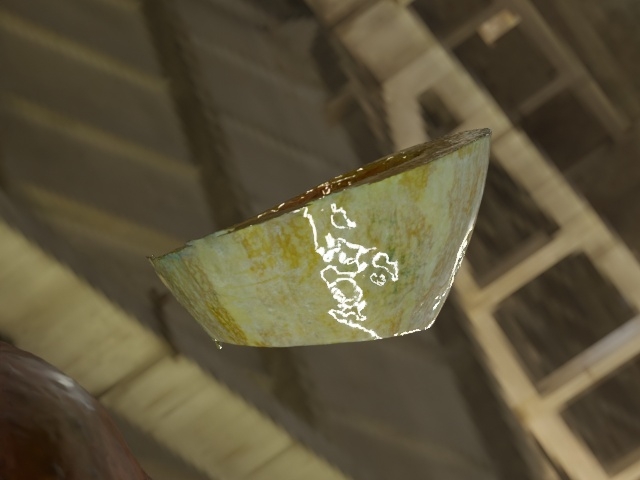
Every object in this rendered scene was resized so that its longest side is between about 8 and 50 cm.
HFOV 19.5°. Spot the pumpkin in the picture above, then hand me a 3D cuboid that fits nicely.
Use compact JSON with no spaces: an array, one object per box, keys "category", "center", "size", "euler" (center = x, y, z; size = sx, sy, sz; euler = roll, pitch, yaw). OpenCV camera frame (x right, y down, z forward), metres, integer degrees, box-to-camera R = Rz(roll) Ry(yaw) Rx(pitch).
[{"category":"pumpkin","center":[0.012,0.013,1.096],"size":[0.217,0.217,0.110],"euler":[-54,-52,-76]}]

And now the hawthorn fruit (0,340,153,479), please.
[{"category":"hawthorn fruit","center":[-0.259,0.257,1.126],"size":[0.403,0.403,0.403],"euler":[50,-166,-18]}]
